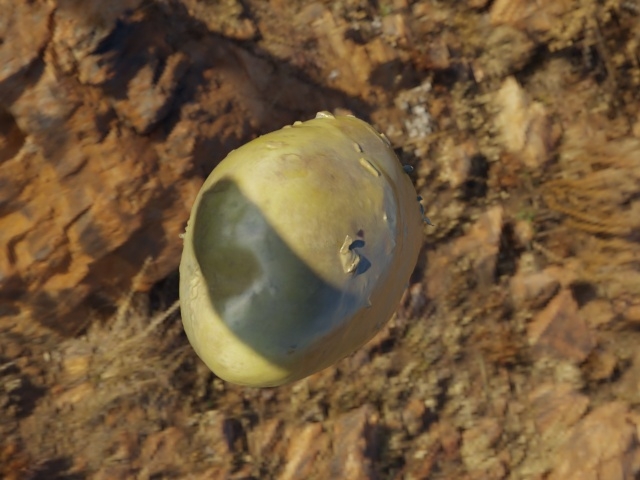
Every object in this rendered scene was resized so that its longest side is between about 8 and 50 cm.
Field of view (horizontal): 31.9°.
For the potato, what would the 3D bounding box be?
[{"bbox_3d":[0.000,0.000,0.877,0.296,0.141,0.192,-37,126,-59],"label":"potato"}]
